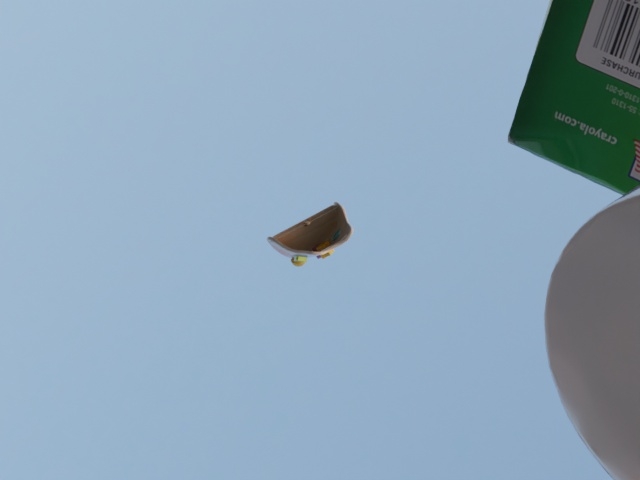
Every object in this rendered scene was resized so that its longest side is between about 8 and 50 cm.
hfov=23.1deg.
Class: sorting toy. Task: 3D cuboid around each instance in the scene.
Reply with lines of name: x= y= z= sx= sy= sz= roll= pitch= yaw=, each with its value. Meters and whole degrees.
sorting toy: x=0.000 y=0.000 z=1.572 sx=0.083 sy=0.045 sz=0.075 roll=-28 pitch=-167 yaw=-15

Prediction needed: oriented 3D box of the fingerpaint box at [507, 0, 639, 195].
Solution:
fingerpaint box: x=0.407 y=-0.091 z=1.037 sx=0.445 sy=0.163 sz=0.371 roll=27 pitch=-148 yaw=20

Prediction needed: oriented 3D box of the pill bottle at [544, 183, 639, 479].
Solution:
pill bottle: x=0.212 y=-0.001 z=0.587 sx=0.153 sy=0.153 sz=0.264 roll=15 pitch=-149 yaw=43
